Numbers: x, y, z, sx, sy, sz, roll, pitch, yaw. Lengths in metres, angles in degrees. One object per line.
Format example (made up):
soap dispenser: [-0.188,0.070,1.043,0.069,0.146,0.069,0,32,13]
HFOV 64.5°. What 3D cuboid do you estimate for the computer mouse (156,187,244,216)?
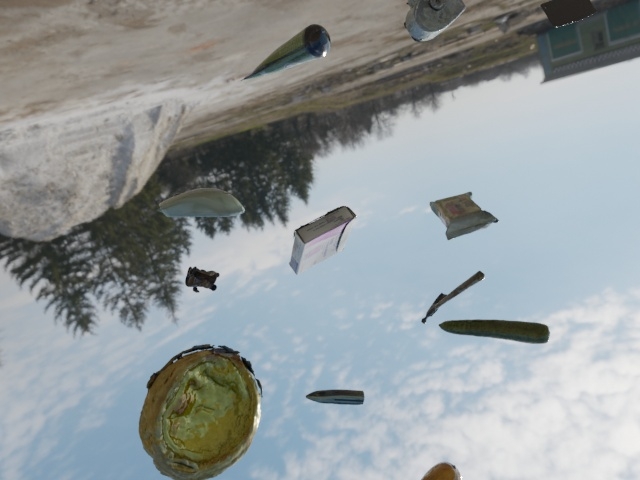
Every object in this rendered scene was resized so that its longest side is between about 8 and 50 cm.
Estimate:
computer mouse: [-0.244,-0.077,1.023,0.181,0.056,0.089,-1,-174,7]

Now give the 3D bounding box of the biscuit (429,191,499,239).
biscuit: [0.522,-0.097,1.876,0.186,0.079,0.309,-17,-159,7]

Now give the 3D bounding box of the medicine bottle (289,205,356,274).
medicine bottle: [0.000,0.000,1.399,0.171,0.052,0.201,-27,158,-22]

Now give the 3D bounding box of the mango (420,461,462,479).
mango: [0.362,0.874,1.697,0.120,0.177,0.295,36,-99,31]

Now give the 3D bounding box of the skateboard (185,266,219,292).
skateboard: [-0.320,0.095,1.334,0.151,0.080,0.067,-8,-121,55]

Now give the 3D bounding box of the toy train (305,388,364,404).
toy train: [0.062,0.667,2.175,0.251,0.048,0.055,6,-147,-11]

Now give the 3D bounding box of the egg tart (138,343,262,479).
egg tart: [-0.253,0.359,1.074,0.279,0.279,0.095,-28,-169,-36]

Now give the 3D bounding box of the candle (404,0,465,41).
candle: [0.333,-0.677,1.477,0.168,0.192,0.068,3,176,-14]

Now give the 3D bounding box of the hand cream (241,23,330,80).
hand cream: [-0.060,-0.336,0.927,0.086,0.055,0.235,-39,-158,-29]

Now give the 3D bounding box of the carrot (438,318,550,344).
carrot: [0.583,0.302,1.717,0.358,0.074,0.074,2,-161,17]

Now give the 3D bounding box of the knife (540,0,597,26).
knife: [0.606,-0.551,1.175,0.245,0.072,0.019,-29,178,-21]

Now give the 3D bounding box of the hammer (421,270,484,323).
hammer: [0.397,0.164,1.517,0.125,0.027,0.297,-47,174,-32]
